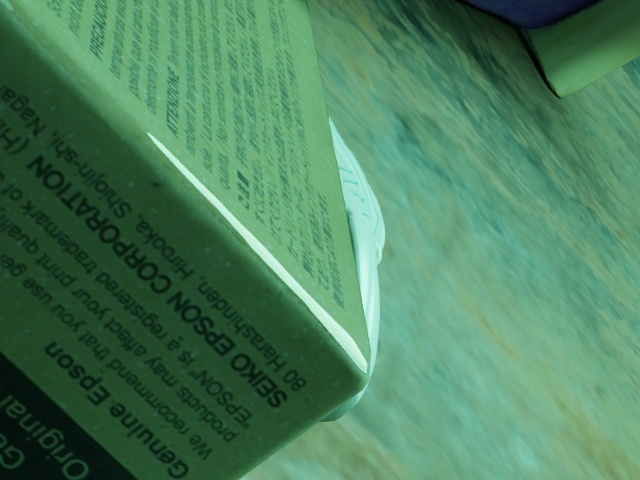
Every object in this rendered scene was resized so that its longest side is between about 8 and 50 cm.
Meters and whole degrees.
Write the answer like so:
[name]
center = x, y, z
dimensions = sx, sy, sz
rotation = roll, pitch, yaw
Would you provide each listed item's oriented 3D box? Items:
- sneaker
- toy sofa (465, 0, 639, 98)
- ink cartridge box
[sneaker]
center = 0.000, 0.000, 0.594
dimensions = 0.061, 0.053, 0.152
rotation = 41, 25, -39
[toy sofa]
center = 0.103, -0.157, 0.905
dimensions = 0.362, 0.150, 0.177
rotation = 12, 53, -60
[ink cartridge box]
center = -0.087, -0.066, 0.426
dimensions = 0.193, 0.088, 0.235
rotation = 45, 17, -24
